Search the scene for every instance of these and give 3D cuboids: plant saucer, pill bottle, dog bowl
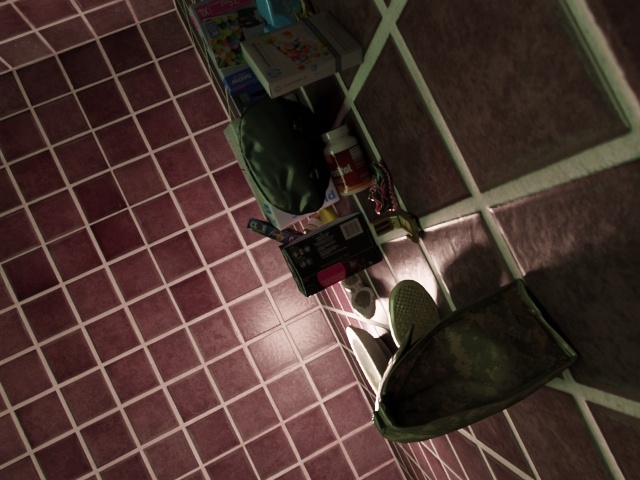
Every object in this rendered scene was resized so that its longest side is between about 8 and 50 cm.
[{"bbox_3d":[0.060,-0.027,1.641,0.188,0.045,0.188,54,166,50],"label":"plant saucer"},{"bbox_3d":[0.242,0.510,1.905,0.400,0.101,0.400,62,171,17],"label":"plant saucer"},{"bbox_3d":[0.058,-0.187,1.092,0.151,0.086,0.086,66,171,-15],"label":"pill bottle"},{"bbox_3d":[-0.095,-0.514,1.105,0.165,0.074,0.297,56,168,41],"label":"dog bowl"}]

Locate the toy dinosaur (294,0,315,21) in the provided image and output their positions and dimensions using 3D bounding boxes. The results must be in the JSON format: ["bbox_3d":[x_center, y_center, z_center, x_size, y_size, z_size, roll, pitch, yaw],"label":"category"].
[{"bbox_3d":[-0.020,-0.431,1.009,0.112,0.064,0.211,-99,3,-48],"label":"toy dinosaur"}]

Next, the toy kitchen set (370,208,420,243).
[{"bbox_3d":[0.164,-0.014,1.002,0.083,0.075,0.068,-128,13,-68],"label":"toy kitchen set"}]

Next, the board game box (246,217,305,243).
[{"bbox_3d":[-0.127,-0.022,1.655,0.165,0.042,0.243,21,-176,23],"label":"board game box"}]

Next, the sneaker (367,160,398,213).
[{"bbox_3d":[0.126,-0.112,1.016,0.047,0.057,0.119,-137,24,-71],"label":"sneaker"}]

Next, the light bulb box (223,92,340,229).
[{"bbox_3d":[-0.143,-0.260,1.582,0.360,0.226,0.358,65,171,-14],"label":"light bulb box"}]

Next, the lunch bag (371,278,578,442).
[{"bbox_3d":[0.203,0.215,0.748,0.168,0.287,0.235,60,171,25],"label":"lunch bag"}]

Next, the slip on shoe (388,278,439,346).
[{"bbox_3d":[0.234,0.222,1.150,0.331,0.123,0.101,64,176,-32],"label":"slip on shoe"}]

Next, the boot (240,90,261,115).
[{"bbox_3d":[-0.261,-0.516,1.819,0.348,0.131,0.259,57,-169,-76],"label":"boot"}]

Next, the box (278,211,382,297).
[{"bbox_3d":[0.024,0.036,1.374,0.163,0.248,0.142,66,170,-6],"label":"box"}]

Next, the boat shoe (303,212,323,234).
[{"bbox_3d":[0.000,0.000,1.863,0.113,0.103,0.302,27,155,12],"label":"boat shoe"}]

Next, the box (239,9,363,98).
[{"bbox_3d":[-0.037,-0.349,0.871,0.145,0.186,0.038,59,169,32],"label":"box"}]

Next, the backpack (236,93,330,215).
[{"bbox_3d":[-0.080,-0.228,1.223,0.289,0.274,0.355,66,-153,-15],"label":"backpack"}]

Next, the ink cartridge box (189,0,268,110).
[{"bbox_3d":[-0.230,-0.562,1.372,0.310,0.186,0.065,65,169,-8],"label":"ink cartridge box"}]

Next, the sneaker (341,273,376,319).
[{"bbox_3d":[0.156,0.217,1.695,0.115,0.091,0.232,62,-178,-32],"label":"sneaker"}]
